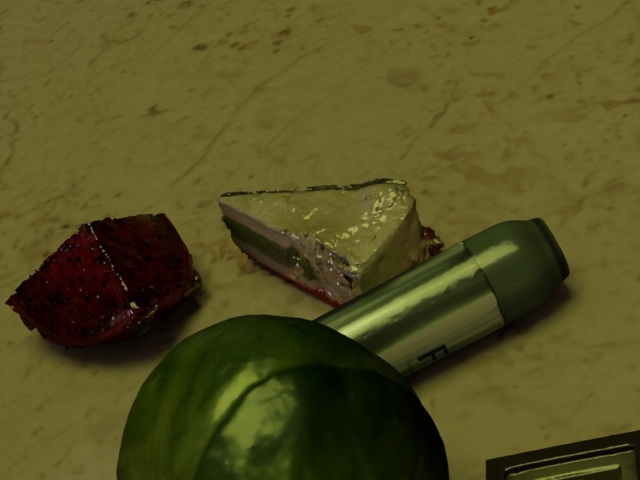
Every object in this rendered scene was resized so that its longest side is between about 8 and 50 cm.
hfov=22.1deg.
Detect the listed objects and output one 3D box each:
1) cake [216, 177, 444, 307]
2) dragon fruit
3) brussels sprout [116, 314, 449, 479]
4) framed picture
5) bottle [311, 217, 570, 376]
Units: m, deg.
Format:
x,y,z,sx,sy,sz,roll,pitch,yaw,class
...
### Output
x,y,z,sx,sy,sz,roll,pitch,yaw,class
0.016,-0.011,1.494,0.117,0.086,0.220,-39,37,-19,cake
-0.203,0.054,1.566,0.161,0.120,0.127,-36,70,30,dragon fruit
-0.023,0.189,1.151,0.210,0.219,0.271,-20,51,38,brussels sprout
0.180,0.210,1.154,0.128,0.023,0.168,-14,36,16,framed picture
0.083,0.063,1.368,0.254,0.079,0.096,-28,-4,-2,bottle
